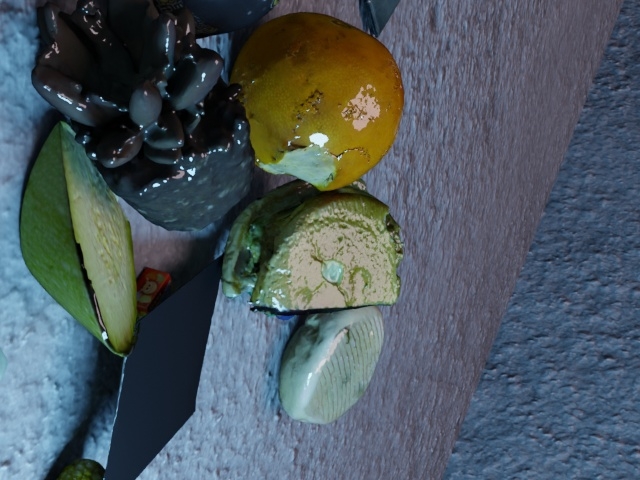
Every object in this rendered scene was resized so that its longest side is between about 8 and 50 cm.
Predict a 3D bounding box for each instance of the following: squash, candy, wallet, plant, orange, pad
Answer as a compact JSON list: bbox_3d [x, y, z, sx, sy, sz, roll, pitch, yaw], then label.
[{"bbox_3d":[-0.231,0.019,1.385,0.204,0.155,0.237,-64,155,-21],"label":"squash"},{"bbox_3d":[-0.210,0.097,1.637,0.122,0.038,0.062,80,32,-48],"label":"candy"},{"bbox_3d":[0.104,-0.406,2.087,0.129,0.026,0.088,-61,151,-29],"label":"wallet"},{"bbox_3d":[-0.179,-0.144,1.336,0.181,0.194,0.321,-34,155,-7],"label":"plant"},{"bbox_3d":[-0.008,-0.185,1.681,0.240,0.240,0.240,-49,147,-48],"label":"orange"},{"bbox_3d":[-0.197,0.171,1.625,0.367,0.007,0.248,-48,150,-71],"label":"pad"}]

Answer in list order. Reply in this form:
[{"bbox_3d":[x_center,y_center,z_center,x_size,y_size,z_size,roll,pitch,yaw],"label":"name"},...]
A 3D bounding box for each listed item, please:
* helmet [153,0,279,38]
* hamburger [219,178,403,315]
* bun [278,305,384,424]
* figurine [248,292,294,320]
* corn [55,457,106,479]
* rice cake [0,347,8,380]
[{"bbox_3d":[-0.113,-0.342,1.363,0.279,0.160,0.231,44,54,-58],"label":"helmet"},{"bbox_3d":[0.000,0.000,1.765,0.288,0.167,0.192,-1,93,-35],"label":"hamburger"},{"bbox_3d":[0.010,0.199,2.148,0.237,0.116,0.210,-47,145,-21],"label":"bun"},{"bbox_3d":[-0.048,0.041,1.923,0.195,0.102,0.112,-38,106,-51],"label":"figurine"},{"bbox_3d":[-0.332,0.402,1.481,0.097,0.097,0.320,73,36,-54],"label":"corn"},{"bbox_3d":[-0.366,0.085,1.242,0.222,0.042,0.080,79,32,-50],"label":"rice cake"}]
